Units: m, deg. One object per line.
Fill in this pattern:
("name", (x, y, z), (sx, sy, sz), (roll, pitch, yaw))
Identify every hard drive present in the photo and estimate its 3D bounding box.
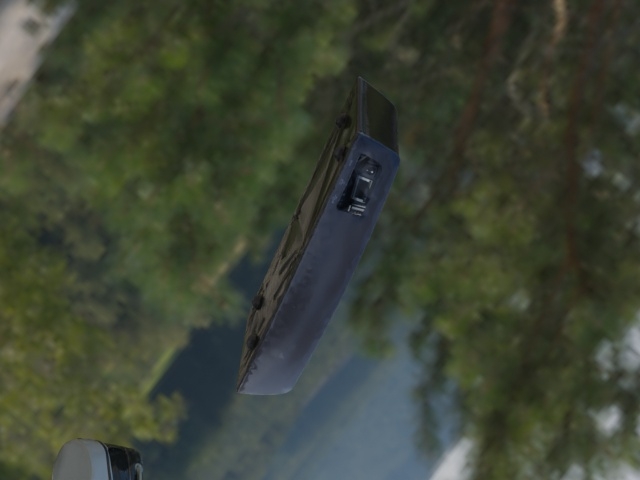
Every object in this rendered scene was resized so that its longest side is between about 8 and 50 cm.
("hard drive", (0.000, 0.000, 1.473), (0.172, 0.054, 0.254), (-87, -160, -68))

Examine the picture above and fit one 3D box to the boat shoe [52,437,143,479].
("boat shoe", (-0.160, 0.260, 1.311), (0.078, 0.070, 0.219), (-25, -121, 46))
